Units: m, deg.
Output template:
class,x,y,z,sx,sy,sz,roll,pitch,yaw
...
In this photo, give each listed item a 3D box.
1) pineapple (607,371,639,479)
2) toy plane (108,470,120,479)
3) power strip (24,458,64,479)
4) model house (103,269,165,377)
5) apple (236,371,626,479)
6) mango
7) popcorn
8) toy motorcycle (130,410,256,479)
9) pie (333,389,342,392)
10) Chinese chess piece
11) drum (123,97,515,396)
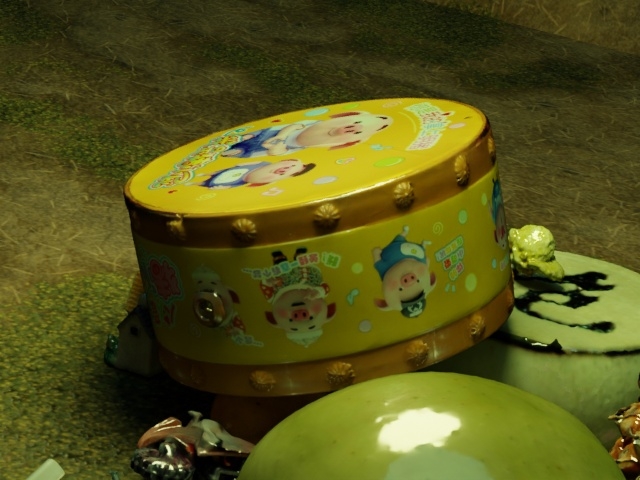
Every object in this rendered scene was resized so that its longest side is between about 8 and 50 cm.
class,x,y,z,sx,sy,sz,roll,pitch,yaw
pineapple,0.293,0.298,1.822,0.272,0.262,0.262,-31,38,-23
toy plane,-0.205,0.282,1.793,0.223,0.104,0.326,-17,11,20
power strip,-0.299,0.264,1.807,0.027,0.060,0.252,39,13,1
model house,-0.206,0.095,2.263,0.088,0.100,0.101,19,25,26
apple,0.100,0.275,1.583,0.357,0.357,0.357,6,22,-2
mango,-0.059,0.184,2.090,0.159,0.084,0.105,-23,78,-53
popcorn,0.256,0.018,2.265,0.059,0.068,0.083,-27,71,-43
toy motorcycle,-0.102,0.232,1.975,0.213,0.084,0.118,12,9,-23
pie,0.055,0.183,2.173,0.129,0.068,0.282,-5,29,-25
Chinese chess piece,0.270,0.121,2.285,0.349,0.146,0.349,7,21,-3
drum,0.000,0.000,2.105,0.431,0.214,0.431,-10,17,3
